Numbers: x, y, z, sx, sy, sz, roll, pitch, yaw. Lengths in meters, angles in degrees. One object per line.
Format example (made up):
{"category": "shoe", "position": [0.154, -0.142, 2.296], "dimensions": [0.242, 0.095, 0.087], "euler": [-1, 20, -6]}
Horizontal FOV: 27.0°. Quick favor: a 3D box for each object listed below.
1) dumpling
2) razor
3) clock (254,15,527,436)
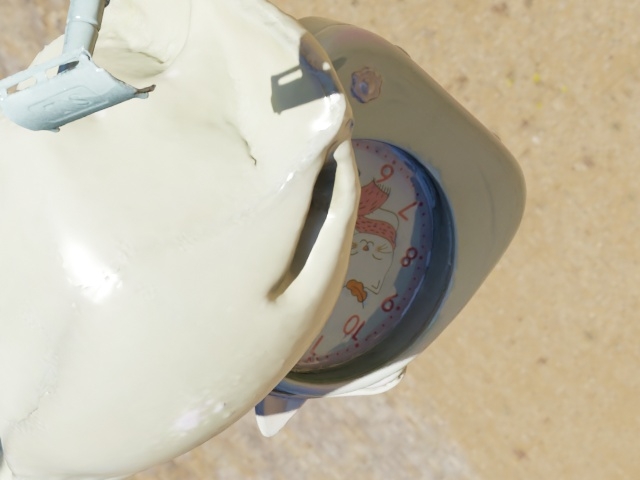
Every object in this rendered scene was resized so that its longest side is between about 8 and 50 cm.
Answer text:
{"category": "dumpling", "position": [-0.137, -0.006, 0.862], "dimensions": [0.233, 0.395, 0.315], "euler": [17, -153, -40]}
{"category": "razor", "position": [-0.098, -0.116, 0.583], "dimensions": [0.068, 0.135, 0.040], "euler": [-13, 148, 38]}
{"category": "clock", "position": [0.000, 0.000, 1.117], "dimensions": [0.265, 0.324, 0.108], "euler": [39, 177, -33]}
